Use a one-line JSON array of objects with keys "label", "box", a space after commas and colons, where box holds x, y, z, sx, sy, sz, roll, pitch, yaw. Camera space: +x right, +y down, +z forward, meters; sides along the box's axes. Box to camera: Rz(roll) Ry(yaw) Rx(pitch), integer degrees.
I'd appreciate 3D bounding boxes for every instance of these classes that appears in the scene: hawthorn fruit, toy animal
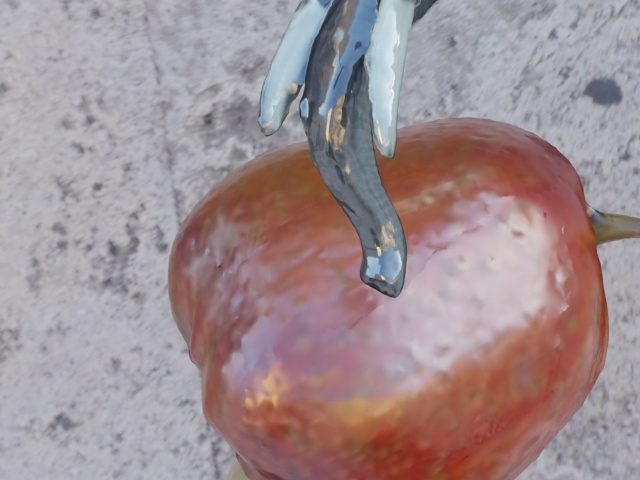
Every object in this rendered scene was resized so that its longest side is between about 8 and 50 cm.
[{"label": "hawthorn fruit", "box": [0.050, 0.016, 0.466, 0.204, 0.162, 0.162, -26, 99, 1]}, {"label": "toy animal", "box": [0.027, -0.133, 0.318, 0.082, 0.137, 0.269, 10, 73, 51]}]

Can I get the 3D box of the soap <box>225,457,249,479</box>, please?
[{"label": "soap", "box": [-0.042, 0.151, 0.644, 0.045, 0.140, 0.089, 35, 141, 0]}]
